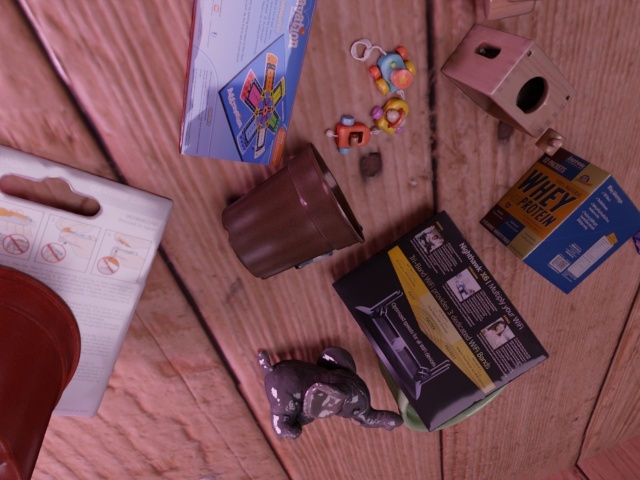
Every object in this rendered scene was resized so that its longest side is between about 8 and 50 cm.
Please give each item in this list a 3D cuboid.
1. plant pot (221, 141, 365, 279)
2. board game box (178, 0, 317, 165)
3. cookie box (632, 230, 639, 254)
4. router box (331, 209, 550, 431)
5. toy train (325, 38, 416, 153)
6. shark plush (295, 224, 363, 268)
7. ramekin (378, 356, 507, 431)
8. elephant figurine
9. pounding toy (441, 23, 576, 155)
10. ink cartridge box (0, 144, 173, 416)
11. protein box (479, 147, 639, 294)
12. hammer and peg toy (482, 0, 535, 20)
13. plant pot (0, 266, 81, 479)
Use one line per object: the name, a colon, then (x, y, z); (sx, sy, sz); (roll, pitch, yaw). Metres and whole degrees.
plant pot: (-0.044, -0.031, 0.656); (0.165, 0.166, 0.167); (-29, 129, 9)
board game box: (-0.094, -0.236, 0.568); (0.145, 0.027, 0.281); (4, 122, -22)
cookie box: (0.834, -0.013, 1.081); (0.107, 0.040, 0.092); (-42, 128, 11)
router box: (0.205, 0.138, 0.796); (0.243, 0.308, 0.081); (-34, 173, 4)
toy train: (0.081, -0.201, 0.649); (0.125, 0.046, 0.166); (-3, 125, -20)
shark plush: (0.000, 0.000, 0.759); (0.162, 0.073, 0.067); (-14, 97, -5)
ramekin: (0.278, 0.267, 0.983); (0.304, 0.148, 0.303); (-14, 129, -18)
elephant figurine: (0.021, 0.303, 0.894); (0.240, 0.169, 0.186); (-18, 147, 16)
pounding toy: (0.315, -0.210, 0.647); (0.206, 0.181, 0.094); (24, 112, -33)
ink cartridge box: (-0.430, 0.063, 0.638); (0.308, 0.091, 0.384); (19, 98, -30)
protein box: (0.472, -0.036, 0.862); (0.200, 0.136, 0.201); (28, 110, -34)
hammer and peg toy: (0.250, -0.405, 0.433); (0.128, 0.265, 0.361); (-8, 128, 8)
plant pot: (-0.424, 0.197, 0.484); (0.273, 0.265, 0.272); (-9, 113, -23)
